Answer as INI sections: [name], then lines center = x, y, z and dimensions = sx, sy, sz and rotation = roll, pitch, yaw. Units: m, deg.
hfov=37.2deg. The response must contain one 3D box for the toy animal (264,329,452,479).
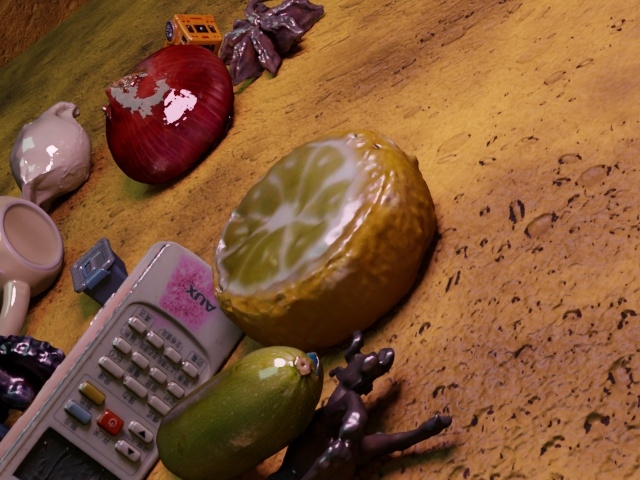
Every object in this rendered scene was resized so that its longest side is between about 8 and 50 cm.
[toy animal]
center = 0.014, 0.185, 0.778
dimensions = 0.233, 0.084, 0.148
rotation = -60, 15, -18

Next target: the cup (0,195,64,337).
[cup]
center = -0.546, 0.060, 1.540
dimensions = 0.202, 0.173, 0.255
rotation = -29, 30, 26

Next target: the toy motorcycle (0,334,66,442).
[toy motorcycle]
center = -0.516, 0.194, 1.256
dimensions = 0.416, 0.232, 0.172
rotation = -26, 35, 29

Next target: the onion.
[onion]
center = -0.255, -0.212, 1.556
dimensions = 0.248, 0.161, 0.248
rotation = -6, 73, 19

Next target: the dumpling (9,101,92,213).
[dumpling]
center = -0.520, -0.150, 1.844
dimensions = 0.193, 0.147, 0.258
rotation = 107, 177, -60

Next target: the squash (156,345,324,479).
[squash]
center = -0.092, 0.171, 0.853
dimensions = 0.341, 0.094, 0.094
rotation = -38, 20, 55

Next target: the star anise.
[star anise]
center = -0.095, -0.366, 1.645
dimensions = 0.209, 0.089, 0.231
rotation = -33, 40, 2

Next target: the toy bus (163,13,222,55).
[toy bus]
center = -0.242, -0.309, 1.703
dimensions = 0.088, 0.083, 0.194
rotation = 60, 142, 31

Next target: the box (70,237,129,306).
[box]
center = -0.321, 0.049, 1.394
dimensions = 0.074, 0.054, 0.099
rotation = -41, 28, 0

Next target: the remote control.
[remote control]
center = -0.212, 0.166, 1.002
dimensions = 0.050, 0.145, 0.344
rotation = -4, 47, 55

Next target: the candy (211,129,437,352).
[candy]
center = 0.000, 0.000, 1.000
dimensions = 0.260, 0.118, 0.260
rotation = -31, 35, 25
